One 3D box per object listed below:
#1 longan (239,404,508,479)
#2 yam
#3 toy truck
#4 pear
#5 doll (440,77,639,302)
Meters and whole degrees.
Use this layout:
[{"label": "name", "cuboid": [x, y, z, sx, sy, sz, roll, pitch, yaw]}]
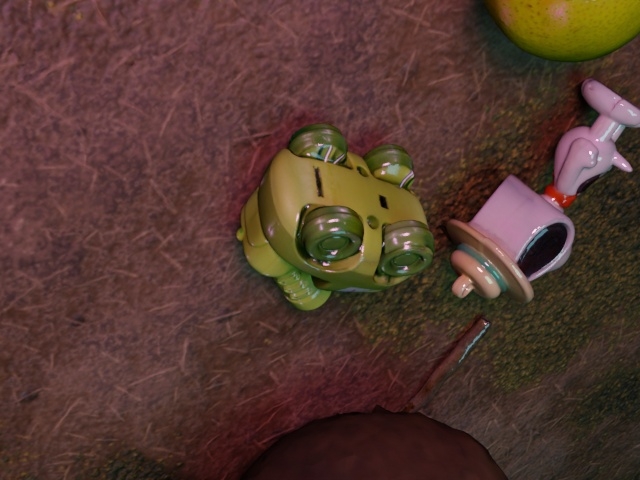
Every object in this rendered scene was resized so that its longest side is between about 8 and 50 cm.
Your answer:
[{"label": "longan", "cuboid": [0.066, 0.393, 1.176, 0.391, 0.391, 0.391, -17, 132, -20]}, {"label": "yam", "cuboid": [0.162, 0.198, 1.319, 0.027, 0.029, 0.234, 34, 107, -17]}, {"label": "toy truck", "cuboid": [-0.002, -0.011, 0.971, 0.211, 0.148, 0.187, -29, 144, 28]}, {"label": "pear", "cuboid": [0.226, -0.269, 0.855, 0.187, 0.187, 0.219, -39, 141, 2]}, {"label": "doll", "cuboid": [0.260, -0.059, 1.105, 0.208, 0.144, 0.271, -19, 140, -47]}]
